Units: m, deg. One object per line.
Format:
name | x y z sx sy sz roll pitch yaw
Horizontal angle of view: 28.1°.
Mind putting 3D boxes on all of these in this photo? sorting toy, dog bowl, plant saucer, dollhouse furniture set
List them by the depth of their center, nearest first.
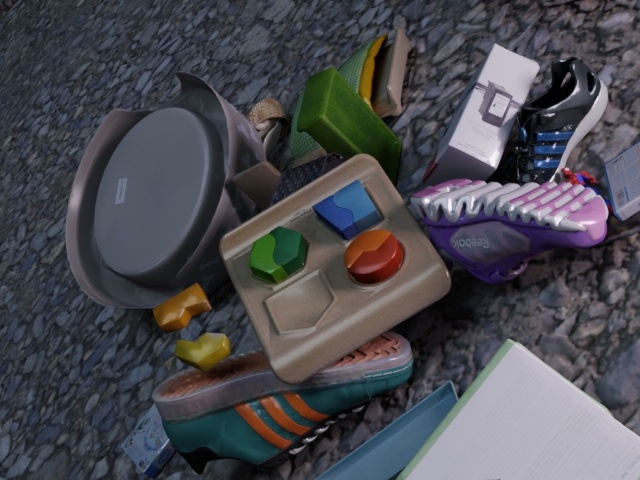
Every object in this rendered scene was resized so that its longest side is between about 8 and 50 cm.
plant saucer | 0.071 0.221 1.308 0.192 0.018 0.067 -40 32 16
sorting toy | -0.035 0.046 1.391 0.307 0.041 0.229 -31 46 2
dollhouse furniture set | -0.003 -0.183 1.721 0.197 0.151 0.301 -25 38 34
dog bowl | -0.216 -0.060 1.815 0.349 0.102 0.349 -20 60 38

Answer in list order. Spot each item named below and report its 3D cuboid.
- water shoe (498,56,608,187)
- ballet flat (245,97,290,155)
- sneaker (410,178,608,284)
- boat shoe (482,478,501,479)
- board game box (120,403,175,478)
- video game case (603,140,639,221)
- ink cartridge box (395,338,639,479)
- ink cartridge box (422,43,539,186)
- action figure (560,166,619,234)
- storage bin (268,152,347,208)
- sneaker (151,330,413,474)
water shoe | 0.235 -0.112 1.409 0.203 0.080 0.073 -56 31 -12
ballet flat | -0.119 -0.122 1.885 0.206 0.073 0.067 -53 45 -1
sneaker | 0.199 -0.004 1.328 0.095 0.104 0.236 -19 17 -39
boat shoe | 0.181 0.311 0.963 0.096 0.116 0.324 -29 43 12
board game box | -0.206 0.247 1.627 0.090 0.020 0.090 -52 31 -5
video game case | 0.359 -0.093 1.268 0.166 0.015 0.119 -35 18 22
ink cartridge box | 0.202 0.218 1.113 0.235 0.056 0.171 38 87 35
ink cartridge box | 0.185 -0.135 1.474 0.150 0.063 0.109 -64 2 -24
action figure | 0.278 -0.048 1.338 0.038 0.030 0.115 -47 28 12
storage bin | 0.000 0.000 1.541 0.084 0.122 0.180 -18 42 41
sneaker | -0.031 0.182 1.415 0.302 0.121 0.108 -14 20 19
